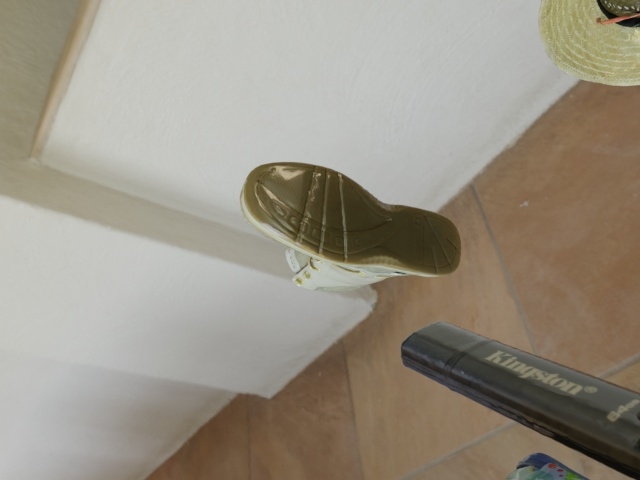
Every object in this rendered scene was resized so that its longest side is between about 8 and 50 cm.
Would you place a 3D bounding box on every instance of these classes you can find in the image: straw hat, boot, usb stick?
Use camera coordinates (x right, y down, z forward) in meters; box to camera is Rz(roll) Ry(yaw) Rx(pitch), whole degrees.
[{"bbox_3d":[0.201,-0.170,0.368,0.144,0.144,0.061,-43,37,41],"label":"straw hat"},{"bbox_3d":[0.000,0.000,0.551,0.165,0.213,0.077,-19,61,58],"label":"boot"},{"bbox_3d":[0.175,0.125,0.497,0.278,0.077,0.045,15,113,58],"label":"usb stick"}]

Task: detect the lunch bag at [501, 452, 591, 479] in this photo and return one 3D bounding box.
[{"bbox_3d":[0.192,0.251,0.369,0.176,0.090,0.219,67,162,-6],"label":"lunch bag"}]
